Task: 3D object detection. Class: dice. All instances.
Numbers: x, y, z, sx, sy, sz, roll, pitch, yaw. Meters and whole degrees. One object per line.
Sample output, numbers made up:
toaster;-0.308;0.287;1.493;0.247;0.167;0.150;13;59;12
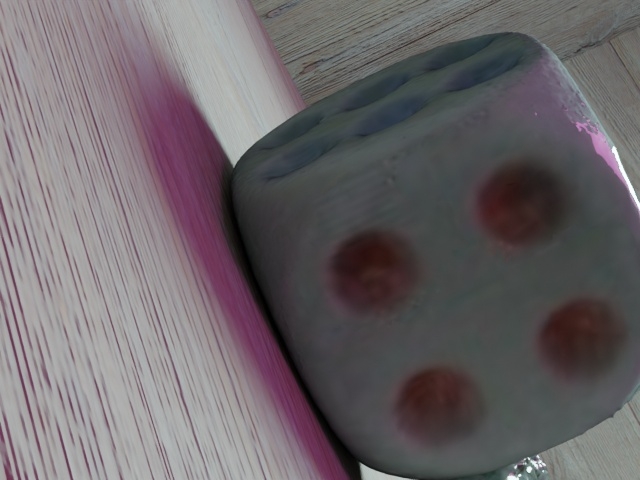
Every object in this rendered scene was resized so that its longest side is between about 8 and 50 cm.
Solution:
dice;0.096;0.006;0.845;0.263;0.268;0.265;62;6;-18

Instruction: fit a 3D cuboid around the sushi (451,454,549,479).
sushi;0.155;0.277;0.861;0.274;0.139;0.184;54;10;-52
